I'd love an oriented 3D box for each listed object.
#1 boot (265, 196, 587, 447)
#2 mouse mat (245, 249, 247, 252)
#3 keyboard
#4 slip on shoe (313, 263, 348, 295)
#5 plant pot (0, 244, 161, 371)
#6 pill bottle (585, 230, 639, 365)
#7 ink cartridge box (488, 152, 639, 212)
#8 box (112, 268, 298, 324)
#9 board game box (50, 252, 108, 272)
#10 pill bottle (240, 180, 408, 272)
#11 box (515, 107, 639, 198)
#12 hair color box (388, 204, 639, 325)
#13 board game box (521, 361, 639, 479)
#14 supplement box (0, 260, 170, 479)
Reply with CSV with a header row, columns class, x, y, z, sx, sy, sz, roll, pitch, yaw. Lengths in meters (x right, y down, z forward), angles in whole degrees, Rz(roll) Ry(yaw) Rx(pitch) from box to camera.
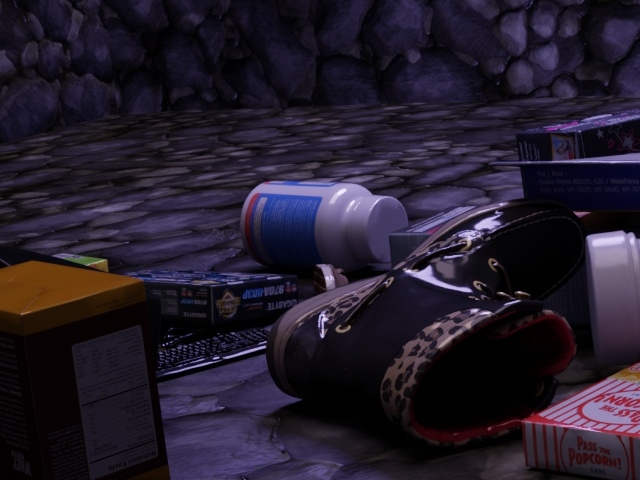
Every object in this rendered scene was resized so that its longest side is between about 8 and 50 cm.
class,x,y,z,sx,sy,sz,roll,pitch,yaw
boot,0.161,0.078,1.697,0.377,0.138,0.284,-21,16,-20
mouse mat,0.000,0.000,2.576,0.189,0.007,0.152,1,13,27
keyboard,-0.143,0.119,1.976,0.192,0.038,0.100,-13,13,-33
slip on shoe,0.017,0.057,2.180,0.041,0.051,0.135,5,4,-5
plant pot,-0.263,0.108,1.765,0.167,0.188,0.187,2,7,-23
pill bottle,0.423,0.046,1.667,0.318,0.176,0.176,-5,11,5
ink cartridge box,0.389,-0.063,1.858,0.303,0.072,0.307,2,8,38
box,-0.164,0.068,2.142,0.220,0.051,0.175,2,4,34
board game box,-0.442,0.062,2.436,0.259,0.039,0.124,-12,11,-38
pill bottle,0.007,-0.018,2.363,0.221,0.124,0.124,4,15,42
box,0.416,-0.095,2.415,0.247,0.163,0.142,-13,9,-32
hair color box,0.289,0.025,2.007,0.374,0.114,0.185,0,12,28
board game box,0.292,0.159,1.503,0.146,0.045,0.193,3,15,41
supplement box,-0.252,0.133,1.554,0.129,0.194,0.191,-16,15,-39
